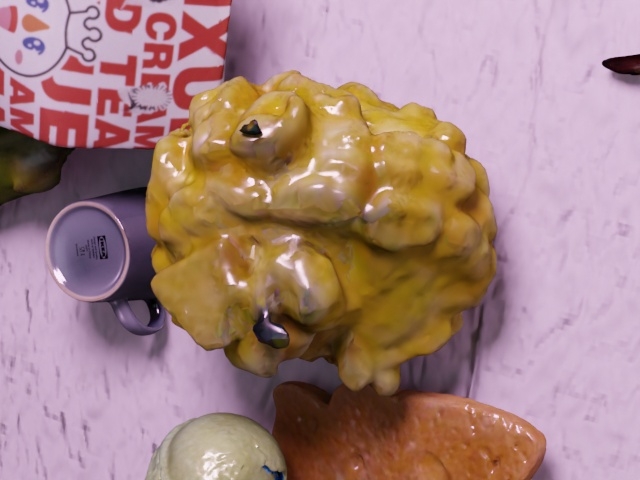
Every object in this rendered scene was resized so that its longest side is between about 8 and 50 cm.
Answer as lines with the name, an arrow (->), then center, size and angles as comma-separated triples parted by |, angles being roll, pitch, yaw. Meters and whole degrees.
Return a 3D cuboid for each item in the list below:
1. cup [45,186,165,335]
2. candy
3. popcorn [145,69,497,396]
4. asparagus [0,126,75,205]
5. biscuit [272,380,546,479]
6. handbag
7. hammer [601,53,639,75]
cup -> -0.132, 0.016, 1.290 | 0.078, 0.077, 0.100 | -18, 87, 27
candy -> -0.123, 0.234, 1.294 | 0.335, 0.092, 0.093 | -54, 51, 34
popcorn -> -0.002, -0.001, 1.168 | 0.218, 0.169, 0.189 | 20, 104, 7
asparagus -> -0.298, -0.033, 1.369 | 0.343, 0.085, 0.082 | -19, 89, 26
biscuit -> 0.037, 0.158, 1.237 | 0.250, 0.035, 0.162 | -19, 90, 33
handbag -> -0.183, -0.172, 1.236 | 0.298, 0.151, 0.171 | 20, 124, 26
hammer -> 0.245, -0.108, 1.108 | 0.178, 0.065, 0.021 | -6, 89, 37
